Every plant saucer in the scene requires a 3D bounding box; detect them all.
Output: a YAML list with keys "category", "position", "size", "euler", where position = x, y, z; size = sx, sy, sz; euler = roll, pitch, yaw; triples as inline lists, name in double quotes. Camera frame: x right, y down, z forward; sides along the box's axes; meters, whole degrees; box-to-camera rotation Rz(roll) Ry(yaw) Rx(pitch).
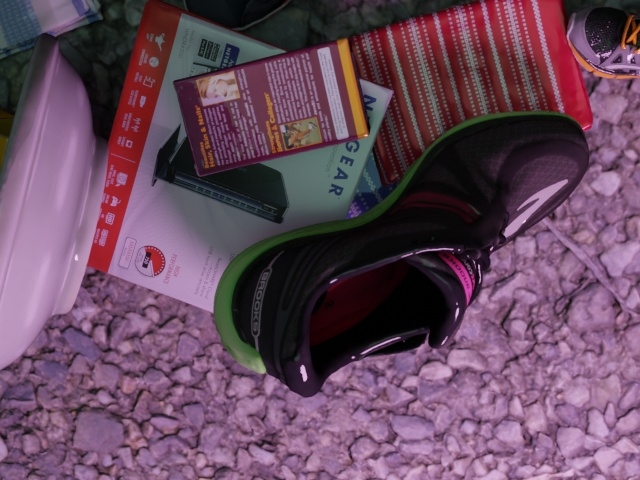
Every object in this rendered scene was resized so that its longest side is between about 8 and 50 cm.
- category: "plant saucer"
  position: [-0.319, -0.028, 0.766]
  size: [0.101, 0.400, 0.400]
  euler: [13, 104, -25]

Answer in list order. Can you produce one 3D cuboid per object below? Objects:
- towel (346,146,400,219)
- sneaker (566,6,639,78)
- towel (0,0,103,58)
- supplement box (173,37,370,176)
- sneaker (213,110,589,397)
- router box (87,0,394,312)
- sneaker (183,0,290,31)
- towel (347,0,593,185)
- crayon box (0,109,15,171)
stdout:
- category: "towel"
  position: [0.000, 0.000, 0.907]
  size: [0.336, 0.040, 0.243]
  euler: [-30, 97, 8]
- category: "sneaker"
  position: [0.399, -0.229, 0.789]
  size: [0.215, 0.083, 0.084]
  euler: [18, 85, -3]
- category: "towel"
  position: [-0.444, -0.339, 0.861]
  size: [0.285, 0.034, 0.209]
  euler: [-19, 99, 8]
- category: "supplement box"
  position: [-0.048, -0.143, 0.718]
  size: [0.188, 0.081, 0.104]
  euler: [-12, 102, 9]
- category: "sneaker"
  position: [0.125, 0.020, 0.734]
  size: [0.483, 0.202, 0.185]
  euler: [-32, 127, -14]
- category: "router box"
  position: [-0.107, -0.081, 0.825]
  size: [0.301, 0.082, 0.335]
  euler: [20, 105, 1]
- category: "sneaker"
  position: [-0.037, -0.360, 0.781]
  size: [0.321, 0.127, 0.126]
  euler: [-31, 100, 11]
- category: "towel"
  position: [0.186, -0.195, 0.834]
  size: [0.275, 0.031, 0.198]
  euler: [-15, 96, 4]
- category: "crayon box"
  position: [-0.524, -0.103, 0.858]
  size: [0.323, 0.083, 0.203]
  euler: [25, 108, 11]
